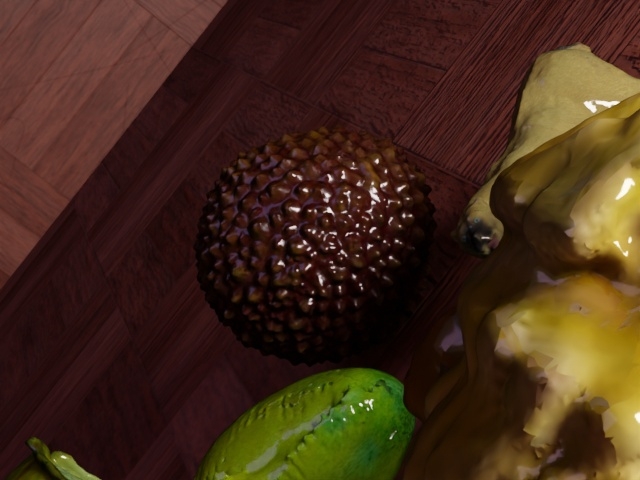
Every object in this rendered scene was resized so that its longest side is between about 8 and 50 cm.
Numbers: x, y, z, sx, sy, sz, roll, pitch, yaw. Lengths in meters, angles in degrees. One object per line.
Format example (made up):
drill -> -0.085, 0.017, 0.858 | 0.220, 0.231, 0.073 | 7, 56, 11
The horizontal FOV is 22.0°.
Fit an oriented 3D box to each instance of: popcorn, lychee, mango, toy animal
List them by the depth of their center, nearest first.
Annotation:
popcorn -> 0.143, 0.088, 0.555 | 0.265, 0.225, 0.332 | -38, 39, 12
toy animal -> 0.146, -0.044, 1.027 | 0.103, 0.101, 0.219 | -29, 28, 50
mango -> -0.010, 0.146, 1.046 | 0.178, 0.100, 0.119 | -39, 13, 25
lychee -> 0.000, 0.000, 1.206 | 0.188, 0.188, 0.188 | -46, 17, 19

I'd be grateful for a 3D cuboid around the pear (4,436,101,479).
pear -> -0.119, 0.267, 0.840 | 0.255, 0.238, 0.164 | -51, 22, -3
